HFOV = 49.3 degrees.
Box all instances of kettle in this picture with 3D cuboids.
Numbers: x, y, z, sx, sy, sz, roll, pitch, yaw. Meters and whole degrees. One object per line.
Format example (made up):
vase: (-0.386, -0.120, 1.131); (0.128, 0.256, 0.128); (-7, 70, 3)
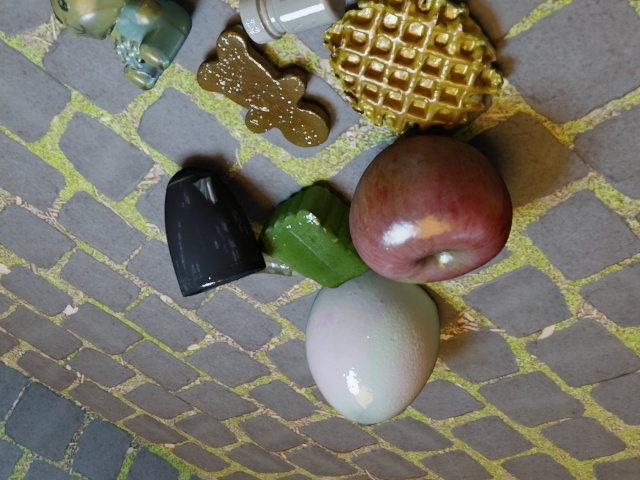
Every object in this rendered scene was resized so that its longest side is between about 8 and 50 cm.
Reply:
kettle: (-0.287, -0.025, 1.661); (0.268, 0.207, 0.290); (-26, 84, 56)

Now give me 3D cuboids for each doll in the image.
doll: (-0.379, -0.427, 1.298); (0.260, 0.162, 0.177); (33, 159, -19)

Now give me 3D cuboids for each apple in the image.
apple: (0.218, -0.069, 1.416); (0.344, 0.269, 0.345); (-4, 153, -2)

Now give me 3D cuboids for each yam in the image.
yam: (-0.202, 0.055, 1.841); (0.317, 0.067, 0.071); (3, 151, 18)

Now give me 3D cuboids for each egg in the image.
egg: (0.122, 0.301, 1.794); (0.354, 0.340, 0.355); (9, 138, 8)

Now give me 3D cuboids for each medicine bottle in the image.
medicine bottle: (-0.048, -0.418, 1.233); (0.168, 0.105, 0.105); (-8, 133, 27)

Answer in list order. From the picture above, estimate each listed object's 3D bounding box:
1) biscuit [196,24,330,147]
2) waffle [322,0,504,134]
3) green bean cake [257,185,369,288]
biscuit: (-0.105, -0.298, 1.430); (0.301, 0.049, 0.197); (35, 141, -18)
waffle: (0.167, -0.319, 1.294); (0.302, 0.068, 0.325); (-17, 127, 33)
green bean cake: (0.000, 0.000, 1.669); (0.248, 0.125, 0.222); (41, 136, -21)
